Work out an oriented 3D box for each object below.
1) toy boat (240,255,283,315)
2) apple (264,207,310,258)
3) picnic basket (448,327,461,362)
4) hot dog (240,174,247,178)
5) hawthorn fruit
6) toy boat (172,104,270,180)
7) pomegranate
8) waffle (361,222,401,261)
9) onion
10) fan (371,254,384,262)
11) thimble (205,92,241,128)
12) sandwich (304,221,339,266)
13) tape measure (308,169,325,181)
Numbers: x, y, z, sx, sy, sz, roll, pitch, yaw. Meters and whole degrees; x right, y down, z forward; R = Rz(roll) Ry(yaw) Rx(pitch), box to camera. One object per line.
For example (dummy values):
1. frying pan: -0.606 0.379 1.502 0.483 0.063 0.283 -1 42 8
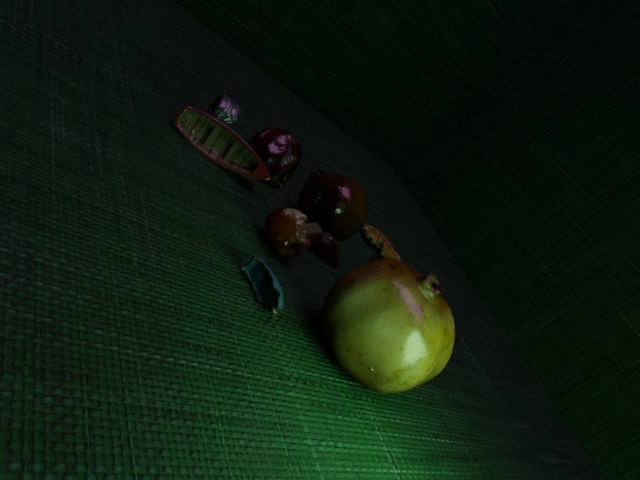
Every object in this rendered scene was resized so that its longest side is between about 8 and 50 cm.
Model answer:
1. toy boat: -0.159 0.131 1.472 0.185 0.075 0.077 59 20 19
2. apple: -0.113 -0.021 1.761 0.158 0.147 0.156 -92 169 -47
3. picnic basket: 0.368 0.363 1.944 0.297 0.222 0.129 39 38 -21
4. hot dog: -0.300 -0.311 2.034 0.078 0.061 0.169 19 34 -51
5. hawthorn fruit: 0.035 -0.146 2.123 0.301 0.268 0.267 26 29 -45
6. toy boat: -0.349 -0.335 1.912 0.392 0.136 0.079 35 -8 -19
7. pomegranate: 0.207 0.244 1.564 0.417 0.417 0.416 40 21 -19
8. waffle: 0.298 0.007 2.651 0.261 0.056 0.250 29 25 -40
9. onion: -0.196 -0.361 2.144 0.216 0.207 0.206 48 16 18
10. fan: 0.338 0.164 2.514 0.294 0.012 0.223 38 20 -24
11. thimble: -0.388 -0.495 2.077 0.098 0.150 0.150 37 22 -29
12. sandwich: 0.000 0.000 2.019 0.244 0.088 0.090 35 19 -29
13. tape measure: 0.046 -0.236 2.529 0.199 0.112 0.186 11 34 -50
